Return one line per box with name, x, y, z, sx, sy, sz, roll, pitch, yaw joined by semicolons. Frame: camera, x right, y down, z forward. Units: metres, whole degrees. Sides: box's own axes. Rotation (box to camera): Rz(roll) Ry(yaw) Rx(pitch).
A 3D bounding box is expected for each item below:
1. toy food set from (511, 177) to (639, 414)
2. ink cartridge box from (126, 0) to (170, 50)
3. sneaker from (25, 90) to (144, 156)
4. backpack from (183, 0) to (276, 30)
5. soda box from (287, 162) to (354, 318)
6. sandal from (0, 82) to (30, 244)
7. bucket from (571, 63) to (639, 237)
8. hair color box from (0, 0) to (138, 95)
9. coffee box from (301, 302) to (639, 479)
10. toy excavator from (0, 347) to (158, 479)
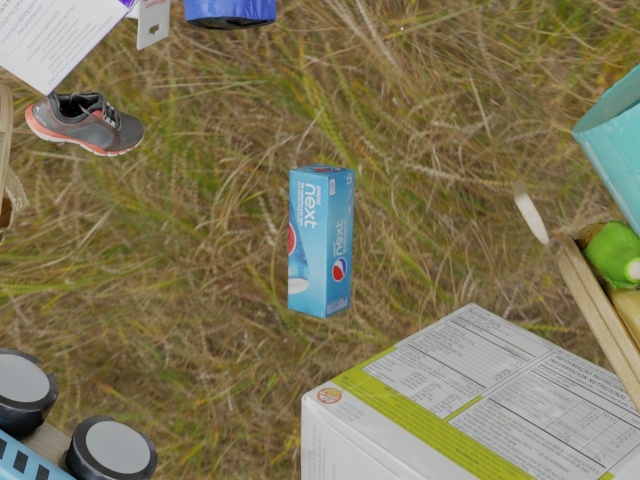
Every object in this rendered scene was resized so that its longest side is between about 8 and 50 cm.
toy food set;0.151;0.048;0.432;0.038;0.132;0.192;-30;93;13
ink cartridge box;-0.225;-0.332;1.149;0.061;0.104;0.181;11;114;10
sneaker;-0.264;-0.143;1.120;0.065;0.158;0.061;-37;67;34
backpack;-0.139;-0.349;1.356;0.098;0.120;0.101;-2;101;44
soda box;0.000;0.000;1.368;0.071;0.067;0.210;13;110;35
sandal;-0.373;-0.063;1.115;0.088;0.079;0.240;1;83;35
bucket;0.341;-0.082;0.710;0.281;0.281;0.183;-38;94;12
hair color box;-0.337;-0.297;0.857;0.339;0.110;0.185;33;143;-26
coffee box;0.208;0.337;1.205;0.338;0.334;0.338;27;128;39
toy excavator;-0.440;0.294;0.973;0.433;0.445;0.222;33;113;0
